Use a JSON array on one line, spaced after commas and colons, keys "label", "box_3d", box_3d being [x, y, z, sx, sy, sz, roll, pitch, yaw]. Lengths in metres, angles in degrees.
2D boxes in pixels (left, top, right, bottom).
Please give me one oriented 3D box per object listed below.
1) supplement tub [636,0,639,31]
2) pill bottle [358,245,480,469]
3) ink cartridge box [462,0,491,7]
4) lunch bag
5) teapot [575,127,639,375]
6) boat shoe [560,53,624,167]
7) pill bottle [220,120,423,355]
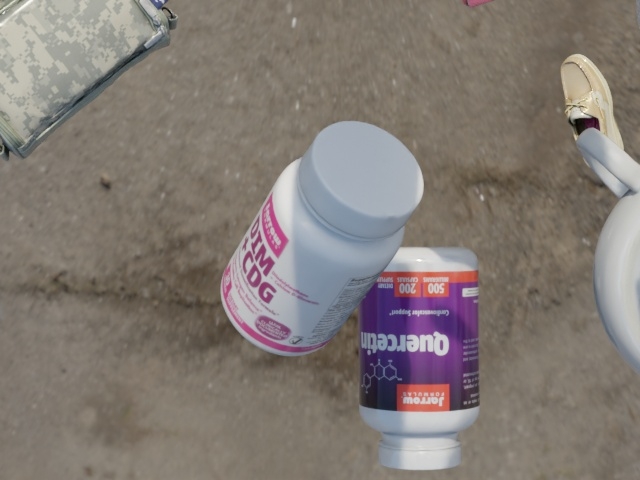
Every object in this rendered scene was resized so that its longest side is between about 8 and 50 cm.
[{"label": "supplement tub", "box_3d": [0.634, -0.330, 1.749, 0.324, 0.235, 0.235, -25, 107, -3]}, {"label": "pill bottle", "box_3d": [0.146, 0.170, 1.874, 0.181, 0.181, 0.323, -1, 90, 2]}, {"label": "ink cartridge box", "box_3d": [0.150, -0.422, 1.311, 0.117, 0.207, 0.283, -19, 133, 1]}, {"label": "lunch bag", "box_3d": [-0.382, -0.286, 1.718, 0.305, 0.212, 0.256, -41, 82, -9]}, {"label": "teapot", "box_3d": [0.364, 0.027, 1.188, 0.252, 0.187, 0.256, 3, 96, 0]}, {"label": "boat shoe", "box_3d": [0.378, -0.180, 1.785, 0.063, 0.059, 0.170, -21, 92, 48]}, {"label": "pill bottle", "box_3d": [0.000, 0.000, 1.465, 0.160, 0.160, 0.283, 26, 137, -7]}]
